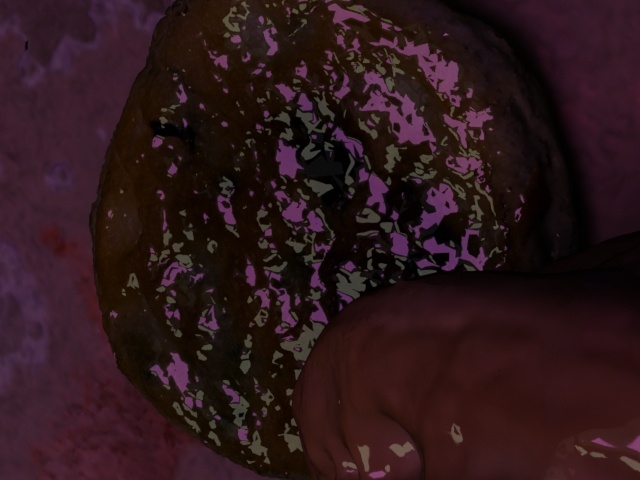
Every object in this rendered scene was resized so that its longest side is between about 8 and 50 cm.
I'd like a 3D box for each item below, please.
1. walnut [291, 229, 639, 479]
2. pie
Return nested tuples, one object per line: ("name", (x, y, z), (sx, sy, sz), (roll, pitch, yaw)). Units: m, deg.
("walnut", (0.146, 0.159, 0.814), (0.383, 0.383, 0.384), (12, 111, 33))
("pie", (0.000, 0.000, 1.052), (0.323, 0.070, 0.323), (12, 112, 32))
